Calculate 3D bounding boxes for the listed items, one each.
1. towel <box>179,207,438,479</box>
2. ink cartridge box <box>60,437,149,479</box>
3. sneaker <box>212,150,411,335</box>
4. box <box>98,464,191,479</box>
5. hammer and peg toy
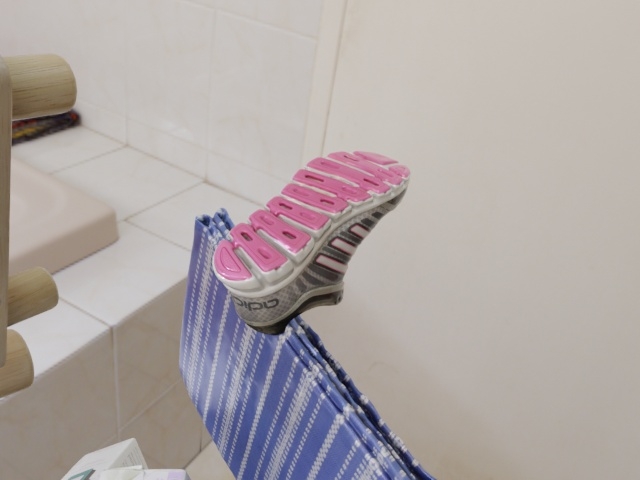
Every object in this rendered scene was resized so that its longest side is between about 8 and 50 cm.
[{"bbox_3d":[-0.025,0.162,0.501,0.040,0.243,0.336,-16,50,-34],"label":"towel"},{"bbox_3d":[-0.261,0.343,0.684,0.078,0.134,0.231,-20,6,8],"label":"ink cartridge box"},{"bbox_3d":[0.000,0.000,0.402,0.063,0.075,0.170,25,46,28],"label":"sneaker"},{"bbox_3d":[-0.125,0.291,0.329,0.063,0.067,0.324,-3,47,6],"label":"box"},{"bbox_3d":[-0.315,-0.029,0.457,0.266,0.361,0.127,40,39,22],"label":"hammer and peg toy"}]
